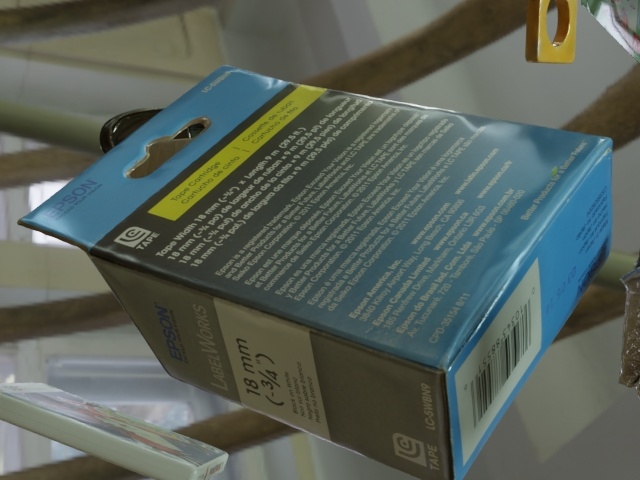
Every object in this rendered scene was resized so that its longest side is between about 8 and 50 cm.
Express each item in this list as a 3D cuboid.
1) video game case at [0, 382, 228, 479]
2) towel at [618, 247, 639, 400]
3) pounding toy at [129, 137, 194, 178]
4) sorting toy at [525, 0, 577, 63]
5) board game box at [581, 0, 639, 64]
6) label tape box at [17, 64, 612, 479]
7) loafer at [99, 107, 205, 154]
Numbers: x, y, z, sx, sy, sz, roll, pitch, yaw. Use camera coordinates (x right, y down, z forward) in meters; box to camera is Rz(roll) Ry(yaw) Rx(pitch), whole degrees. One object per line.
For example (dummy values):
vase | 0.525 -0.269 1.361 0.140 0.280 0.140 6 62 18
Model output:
video game case | -0.188 0.167 0.893 0.183 0.201 0.023 71 39 -82
towel | 0.351 0.078 0.697 0.187 0.282 0.049 72 32 -49
pounding toy | -0.125 -0.002 0.887 0.141 0.100 0.130 53 36 -71
sorting toy | 0.181 -0.295 0.697 0.047 0.196 0.348 9 -65 37
board game box | 0.392 -0.330 1.220 0.317 0.046 0.214 -105 -175 -55
label tape box | 0.000 0.000 0.706 0.333 0.240 0.106 16 -46 32
loafer | -0.211 -0.163 1.479 0.078 0.219 0.080 176 -97 -69
